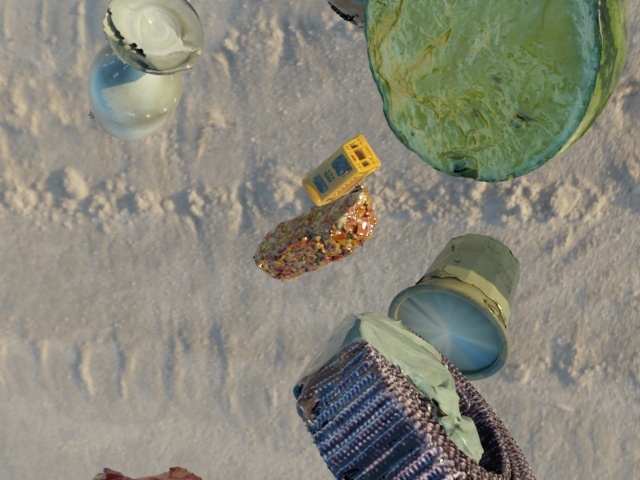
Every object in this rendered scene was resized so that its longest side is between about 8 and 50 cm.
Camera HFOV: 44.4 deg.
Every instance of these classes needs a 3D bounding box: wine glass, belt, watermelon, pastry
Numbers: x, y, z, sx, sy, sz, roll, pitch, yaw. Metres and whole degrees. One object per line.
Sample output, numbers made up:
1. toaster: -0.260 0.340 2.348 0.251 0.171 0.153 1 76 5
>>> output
1. wine glass: -0.231 -0.215 0.999 0.126 0.126 0.241 53 153 -3
2. belt: 0.100 0.186 0.769 0.260 0.325 0.122 45 102 0
3. watermelon: 0.135 -0.157 0.556 0.204 0.127 0.232 56 145 15
4. pastry: 0.001 -0.002 0.827 0.169 0.087 0.063 -22 117 45

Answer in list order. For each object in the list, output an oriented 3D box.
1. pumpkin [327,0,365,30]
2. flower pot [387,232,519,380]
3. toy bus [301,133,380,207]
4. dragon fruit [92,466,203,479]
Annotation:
1. pumpkin: 0.085 -0.338 0.837 0.163 0.233 0.233 25 130 59
2. flower pot: 0.246 0.094 1.345 0.212 0.202 0.212 18 138 17
3. toy bus: 0.024 -0.109 1.333 0.162 0.074 0.069 -37 85 45
4. dragon fruit: -0.147 0.338 0.792 0.268 0.205 0.210 6 129 -17
